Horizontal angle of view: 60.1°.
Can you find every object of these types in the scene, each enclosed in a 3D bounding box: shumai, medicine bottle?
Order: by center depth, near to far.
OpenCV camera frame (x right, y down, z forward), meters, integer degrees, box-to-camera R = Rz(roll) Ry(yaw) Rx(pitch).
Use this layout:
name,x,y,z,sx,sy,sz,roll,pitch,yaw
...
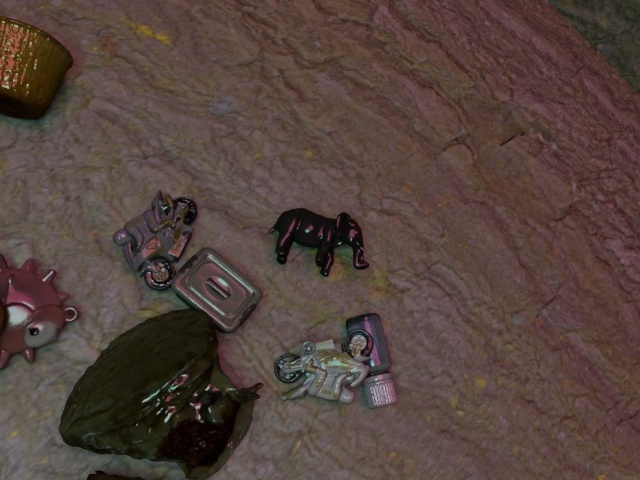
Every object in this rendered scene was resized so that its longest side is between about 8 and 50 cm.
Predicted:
name,x,y,z,sx,sy,sz,roll,pitch,yaw
shumai,-0.274,0.324,1.033,0.330,0.292,0.288,-36,121,-21
medicine bottle,0.117,0.269,1.243,0.083,0.083,0.203,-5,70,-22

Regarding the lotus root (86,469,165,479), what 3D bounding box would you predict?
name,x,y,z,sx,sy,sz,roll,pitch,yaw
lotus root,-0.284,0.460,0.979,0.260,0.170,0.074,12,62,-10

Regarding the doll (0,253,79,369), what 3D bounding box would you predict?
name,x,y,z,sx,sy,sz,roll,pitch,yaw
doll,-0.592,0.131,1.030,0.262,0.093,0.211,14,74,-16

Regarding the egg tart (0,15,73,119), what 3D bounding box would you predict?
name,x,y,z,sx,sy,sz,roll,pitch,yaw
egg tart,-0.640,-0.361,1.156,0.215,0.215,0.171,12,76,-16

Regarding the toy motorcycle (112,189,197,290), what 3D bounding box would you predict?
name,x,y,z,sx,sy,sz,roll,pitch,yaw
toy motorcycle,-0.360,-0.008,1.186,0.152,0.073,0.225,17,65,-10

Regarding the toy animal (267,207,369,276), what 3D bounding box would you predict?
name,x,y,z,sx,sy,sz,roll,pitch,yaw
toy animal,0.003,-0.001,1.293,0.245,0.114,0.146,21,64,-12

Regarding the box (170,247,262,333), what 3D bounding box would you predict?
name,x,y,z,sx,sy,sz,roll,pitch,yaw
box,-0.223,0.113,1.175,0.172,0.093,0.124,41,62,0

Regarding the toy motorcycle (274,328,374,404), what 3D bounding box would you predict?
name,x,y,z,sx,sy,sz,roll,pitch,yaw
toy motorcycle,0.018,0.283,1.185,0.228,0.074,0.151,-19,73,-3

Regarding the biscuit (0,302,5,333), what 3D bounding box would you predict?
name,x,y,z,sx,sy,sz,roll,pitch,yaw
biscuit,-0.732,0.155,0.940,0.351,0.057,0.312,43,77,8
